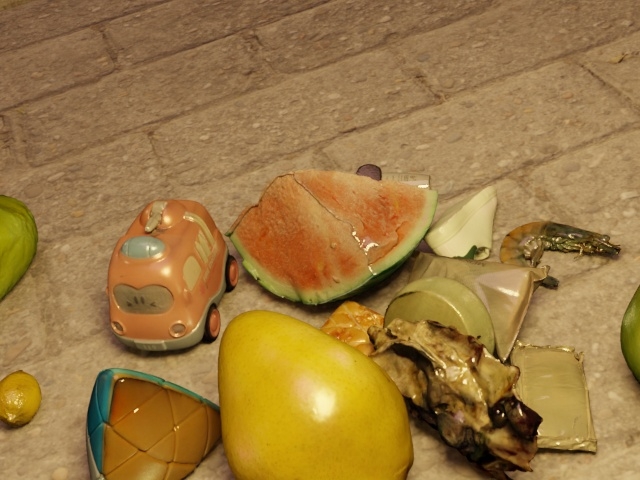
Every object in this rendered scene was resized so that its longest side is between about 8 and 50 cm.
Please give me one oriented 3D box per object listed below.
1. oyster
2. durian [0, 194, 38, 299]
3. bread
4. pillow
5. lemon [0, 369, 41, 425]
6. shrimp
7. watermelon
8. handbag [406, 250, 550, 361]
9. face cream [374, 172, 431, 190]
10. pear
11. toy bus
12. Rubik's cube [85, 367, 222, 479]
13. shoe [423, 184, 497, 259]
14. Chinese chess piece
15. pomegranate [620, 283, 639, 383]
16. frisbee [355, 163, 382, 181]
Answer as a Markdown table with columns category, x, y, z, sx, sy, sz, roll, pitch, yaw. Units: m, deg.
| category | x | y | z | sx | sy | sz | roll | pitch | yaw |
| --- | --- | --- | --- | --- | --- | --- | --- | --- | --- |
| oyster | 0.181 | 0.210 | 1.378 | 0.096 | 0.221 | 0.361 | -17 | 46 | -33 |
| durian | -0.702 | 0.017 | 1.895 | 0.255 | 0.204 | 0.340 | 3 | 40 | 36 |
| bread | 0.043 | 0.194 | 1.587 | 0.125 | 0.068 | 0.188 | 20 | 50 | 33 |
| pillow | 0.361 | 0.240 | 1.460 | 0.119 | 0.053 | 0.208 | -1 | 41 | 8 |
| lemon | -0.531 | 0.279 | 1.634 | 0.082 | 0.082 | 0.111 | -10 | 40 | 4 |
| shrimp | 0.429 | 0.027 | 1.701 | 0.217 | 0.051 | 0.150 | 6 | 46 | 32 |
| watermelon | 0.019 | 0.026 | 1.687 | 0.319 | 0.292 | 0.222 | 14 | 48 | -20 |
| handbag | 0.241 | 0.106 | 1.594 | 0.270 | 0.117 | 0.183 | 8 | 62 | 36 |
| face cream | 0.137 | -0.110 | 1.931 | 0.182 | 0.051 | 0.072 | -1 | 46 | 12 |
| pear | -0.013 | 0.249 | 1.356 | 0.284 | 0.285 | 0.337 | -16 | 81 | -4 |
| toy bus | -0.280 | 0.050 | 1.722 | 0.194 | 0.232 | 0.288 | 3 | 41 | 14 |
| Rubik's cube | -0.274 | 0.286 | 1.517 | 0.254 | 0.254 | 0.254 | -8 | 40 | 6 |
| shoe | 0.283 | -0.017 | 1.769 | 0.095 | 0.110 | 0.265 | -32 | 0 | 39 |
| Chinese chess piece | 0.190 | 0.151 | 1.507 | 0.188 | 0.189 | 0.083 | 22 | 29 | 34 |
| pomegranate | 0.589 | 0.159 | 1.359 | 0.260 | 0.261 | 0.341 | -21 | 43 | -9 |
| frisbee | 0.116 | -0.044 | 1.863 | 0.187 | 0.012 | 0.211 | 25 | 70 | 21 |
